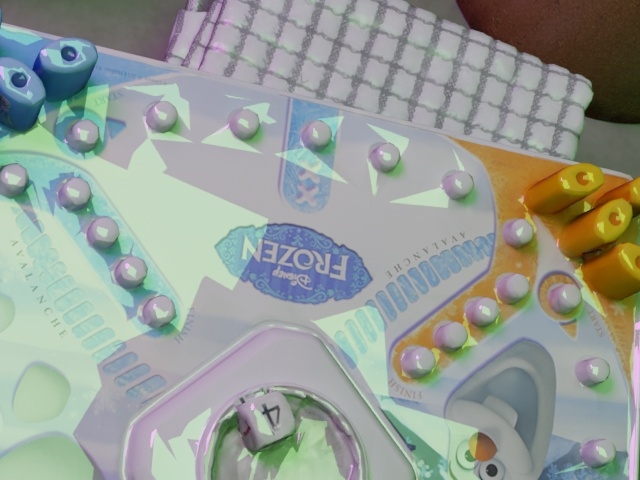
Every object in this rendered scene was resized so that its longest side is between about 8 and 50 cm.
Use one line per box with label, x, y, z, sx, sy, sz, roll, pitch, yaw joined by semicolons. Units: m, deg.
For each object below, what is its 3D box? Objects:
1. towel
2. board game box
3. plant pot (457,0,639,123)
towel;0.000;0.000;0.877;0.235;0.121;0.284;20;67;-9
board game box;-0.016;0.107;0.734;0.390;0.050;0.390;12;70;-17
plant pot;0.227;-0.231;0.962;0.237;0.254;0.237;6;69;-15
